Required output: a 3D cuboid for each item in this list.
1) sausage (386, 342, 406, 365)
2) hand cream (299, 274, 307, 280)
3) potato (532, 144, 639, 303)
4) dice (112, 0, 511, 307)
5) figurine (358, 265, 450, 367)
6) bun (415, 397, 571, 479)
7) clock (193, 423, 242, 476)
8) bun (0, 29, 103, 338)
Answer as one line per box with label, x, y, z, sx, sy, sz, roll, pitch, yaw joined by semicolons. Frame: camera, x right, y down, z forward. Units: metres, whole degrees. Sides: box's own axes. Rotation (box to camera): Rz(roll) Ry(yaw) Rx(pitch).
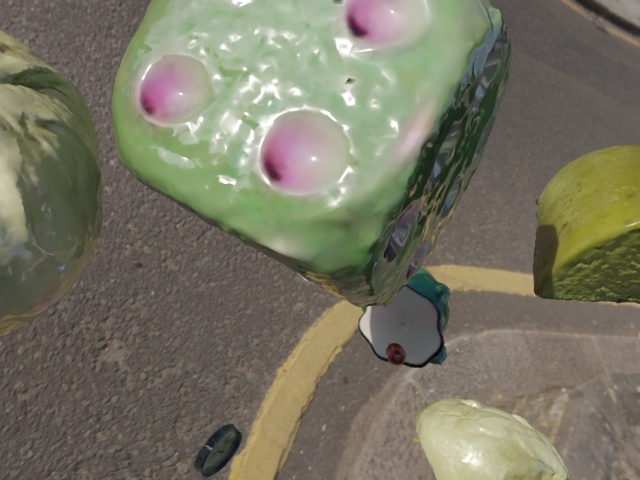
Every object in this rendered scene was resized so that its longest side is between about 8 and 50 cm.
sausage;0.133;0.201;0.892;0.034;0.129;0.034;-1;83;6
hand cream;0.000;0.000;1.230;0.078;0.050;0.205;42;67;-4
potato;0.493;-0.061;0.773;0.331;0.212;0.279;7;47;-4
dice;0.003;-0.128;0.578;0.331;0.318;0.322;28;86;16
figurine;0.215;0.159;1.271;0.323;0.232;0.340;56;15;-5
bun;0.219;0.287;0.619;0.229;0.145;0.229;60;8;-14
clock;-0.153;0.317;0.767;0.017;0.085;0.085;30;39;28
bun;-0.359;-0.075;0.434;0.361;0.213;0.360;14;65;-33
